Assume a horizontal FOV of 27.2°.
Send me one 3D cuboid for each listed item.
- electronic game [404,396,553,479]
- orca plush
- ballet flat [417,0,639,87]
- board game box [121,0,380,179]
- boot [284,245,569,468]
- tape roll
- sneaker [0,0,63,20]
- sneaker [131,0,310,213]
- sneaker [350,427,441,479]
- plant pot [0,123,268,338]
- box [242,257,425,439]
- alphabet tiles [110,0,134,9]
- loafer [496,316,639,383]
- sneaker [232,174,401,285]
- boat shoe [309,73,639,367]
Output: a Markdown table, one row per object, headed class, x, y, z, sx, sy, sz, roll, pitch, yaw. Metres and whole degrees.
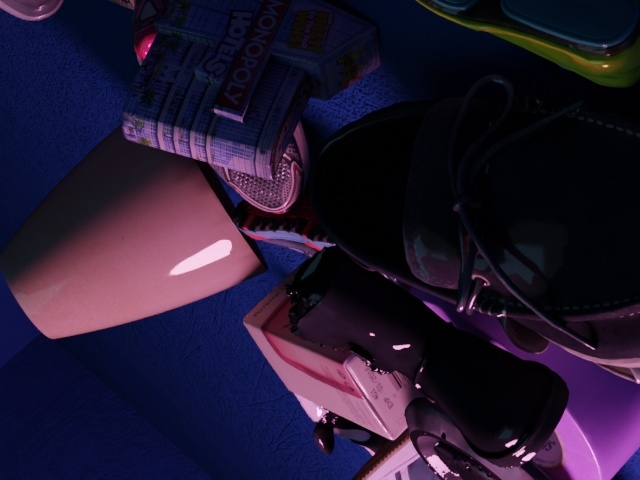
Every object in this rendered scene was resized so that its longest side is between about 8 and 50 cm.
| class | x | y | z | sx | sy | sz | roll | pitch | yaw |
| --- | --- | --- | --- | --- | --- | --- | --- | --- | --- |
| electronic game | 0.182 | 0.246 | 1.398 | 0.229 | 0.048 | 0.229 | 38 | 162 | 14 |
| orca plush | 0.067 | 0.244 | 1.847 | 0.102 | 0.151 | 0.287 | -14 | 119 | 33 |
| ballet flat | 0.131 | -0.167 | 0.922 | 0.231 | 0.077 | 0.077 | 33 | 174 | 31 |
| board game box | -0.055 | -0.158 | 1.182 | 0.194 | 0.194 | 0.060 | 15 | 154 | 15 |
| boot | 0.078 | 0.093 | 1.136 | 0.207 | 0.094 | 0.246 | 32 | 179 | -15 |
| tape roll | 0.202 | 0.134 | 1.345 | 0.275 | 0.090 | 0.275 | 40 | 161 | 17 |
| sneaker | -0.386 | -0.384 | 1.505 | 0.295 | 0.124 | 0.178 | 54 | 170 | -16 |
| sneaker | -0.110 | -0.133 | 1.361 | 0.299 | 0.121 | 0.112 | 55 | -156 | -36 |
| sneaker | 0.139 | 0.329 | 1.744 | 0.153 | 0.099 | 0.282 | 43 | 134 | 1 |
| plant pot | -0.245 | -0.001 | 1.633 | 0.256 | 0.274 | 0.256 | 58 | -179 | -1 |
| box | 0.042 | 0.114 | 1.556 | 0.232 | 0.148 | 0.127 | 16 | 144 | 56 |
| alphabet tiles | -0.273 | -0.351 | 1.517 | 0.237 | 0.009 | 0.198 | 27 | 153 | 47 |
| loafer | 0.187 | 0.037 | 1.140 | 0.319 | 0.111 | 0.112 | 20 | 147 | 53 |
| sneaker | 0.000 | 0.000 | 1.489 | 0.262 | 0.104 | 0.125 | 21 | 151 | 53 |
| boat shoe | 0.142 | -0.021 | 0.977 | 0.156 | 0.186 | 0.500 | 11 | -179 | -27 |
